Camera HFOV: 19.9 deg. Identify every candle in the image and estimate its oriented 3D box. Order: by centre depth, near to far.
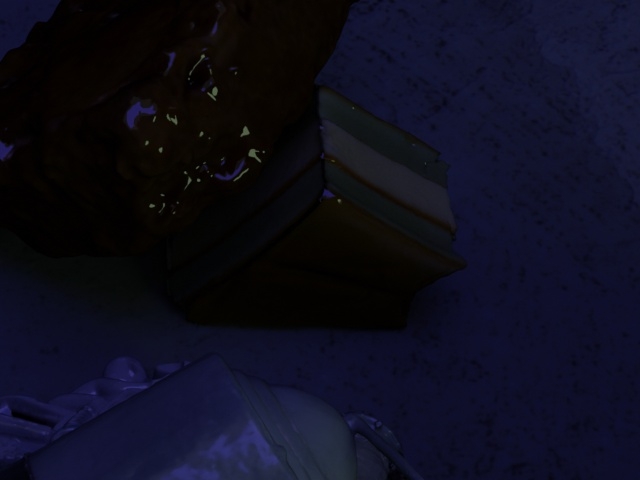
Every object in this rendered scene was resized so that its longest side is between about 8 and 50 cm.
[{"bbox_3d":[-0.106,0.218,1.414,0.342,0.221,0.221,-30,62,-8],"label":"candle"}]

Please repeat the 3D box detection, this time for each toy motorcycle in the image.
[{"bbox_3d":[-0.175,0.167,1.593,0.260,0.110,0.171,-1,38,0],"label":"toy motorcycle"}]

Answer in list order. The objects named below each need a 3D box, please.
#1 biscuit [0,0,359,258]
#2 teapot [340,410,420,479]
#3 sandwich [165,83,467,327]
[{"bbox_3d":[-0.148,-0.159,1.693,0.342,0.166,0.395,-6,40,44],"label":"biscuit"},{"bbox_3d":[0.012,0.247,1.569,0.107,0.077,0.200,29,56,9],"label":"teapot"},{"bbox_3d":[0.000,0.000,1.733,0.198,0.227,0.155,27,43,-33],"label":"sandwich"}]
